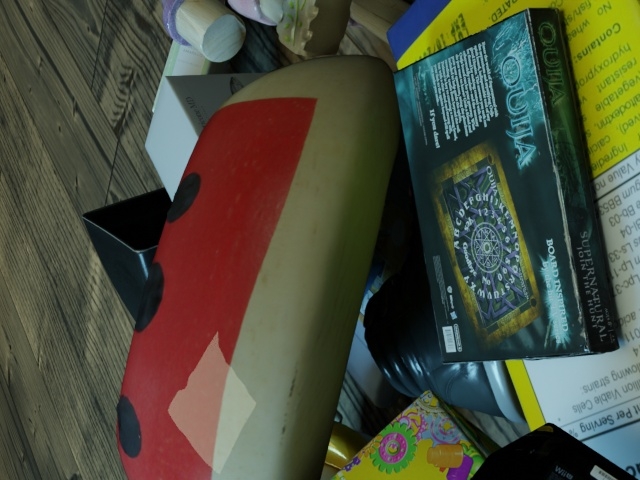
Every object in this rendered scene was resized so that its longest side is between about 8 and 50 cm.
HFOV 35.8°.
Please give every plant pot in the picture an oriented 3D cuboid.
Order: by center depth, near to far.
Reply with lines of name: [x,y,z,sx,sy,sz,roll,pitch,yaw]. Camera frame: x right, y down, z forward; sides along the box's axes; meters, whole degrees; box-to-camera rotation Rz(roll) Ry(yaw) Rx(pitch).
plant pot: [-0.163,0.035,1.242,0.187,0.188,0.167,25,130,53]

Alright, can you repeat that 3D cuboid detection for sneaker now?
sneaker: [0.088,0.016,0.839,0.146,0.104,0.296,-8,103,41]

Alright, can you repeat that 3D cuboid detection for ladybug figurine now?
ladybug figurine: [-0.049,0.047,0.798,0.305,0.161,0.449,99,-175,-67]

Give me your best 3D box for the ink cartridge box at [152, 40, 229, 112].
ink cartridge box: [-0.133,-0.247,1.166,0.171,0.056,0.235,-131,59,-88]

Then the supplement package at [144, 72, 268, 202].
supplement package: [-0.080,-0.108,1.061,0.105,0.179,0.105,60,142,30]

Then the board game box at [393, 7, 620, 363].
board game box: [0.101,-0.024,0.569,0.126,0.026,0.186,-14,84,58]

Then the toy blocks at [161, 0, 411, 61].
toy blocks: [-0.054,-0.328,0.850,0.260,0.309,0.289,44,132,36]

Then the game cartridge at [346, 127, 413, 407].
game cartridge: [0.052,-0.004,0.998,0.198,0.062,0.297,43,132,40]

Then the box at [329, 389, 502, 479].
box: [0.146,0.297,0.663,0.177,0.279,0.290,-44,49,4]

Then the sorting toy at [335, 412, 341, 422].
sorting toy: [0.008,0.225,1.151,0.083,0.012,0.062,39,128,48]

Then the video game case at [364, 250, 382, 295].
video game case: [0.000,0.000,1.018,0.166,0.015,0.119,60,142,30]

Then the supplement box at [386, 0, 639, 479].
supplement box: [0.215,-0.028,0.598,0.194,0.195,0.357,-41,62,54]

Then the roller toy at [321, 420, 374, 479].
roller toy: [0.024,0.289,0.981,0.209,0.146,0.191,48,138,0]

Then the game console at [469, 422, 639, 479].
game console: [0.182,0.262,0.447,0.361,0.044,0.213,34,90,24]
